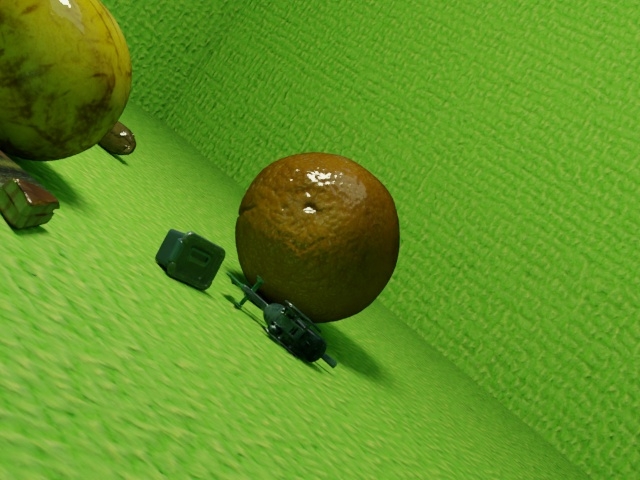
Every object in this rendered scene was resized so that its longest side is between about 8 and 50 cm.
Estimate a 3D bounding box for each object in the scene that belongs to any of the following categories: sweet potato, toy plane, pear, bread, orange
[{"bbox_3d":[-0.534,-0.280,2.249,0.273,0.075,0.075,35,3,14],"label":"sweet potato"},{"bbox_3d":[-0.066,0.125,1.566,0.235,0.060,0.096,40,-3,9],"label":"toy plane"},{"bbox_3d":[-0.421,-0.262,1.461,0.280,0.281,0.281,36,4,-3],"label":"pear"},{"bbox_3d":[-0.358,-0.046,1.167,0.062,0.043,0.109,38,5,2],"label":"bread"},{"bbox_3d":[0.000,0.000,1.848,0.322,0.322,0.357,38,-7,21],"label":"orange"}]

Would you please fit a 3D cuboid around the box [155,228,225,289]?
[{"bbox_3d":[-0.203,0.025,1.491,0.054,0.074,0.099,26,-4,39],"label":"box"}]

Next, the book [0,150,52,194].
[{"bbox_3d":[-0.472,-0.124,1.256,0.228,0.024,0.160,38,7,13],"label":"book"}]
